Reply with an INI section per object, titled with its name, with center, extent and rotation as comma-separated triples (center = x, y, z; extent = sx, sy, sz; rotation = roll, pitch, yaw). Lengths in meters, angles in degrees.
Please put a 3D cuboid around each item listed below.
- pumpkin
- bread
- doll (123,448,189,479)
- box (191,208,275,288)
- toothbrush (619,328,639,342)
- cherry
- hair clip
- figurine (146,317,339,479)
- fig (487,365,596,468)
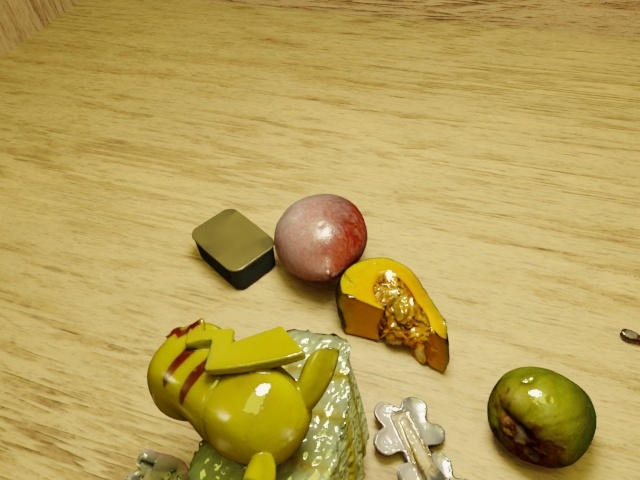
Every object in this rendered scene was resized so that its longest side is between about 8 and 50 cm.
[pumpkin]
center = 0.144, 0.168, 1.150
extent = 0.189, 0.139, 0.281
rotation = -13, 45, -12
[bread]
center = -0.047, 0.384, 0.903
extent = 0.239, 0.264, 0.395
rotation = 3, 46, 25
[doll]
center = -0.311, 0.481, 0.936
extent = 0.149, 0.095, 0.192
rotation = 10, 51, 22
[box]
center = -0.221, 0.022, 1.348
extent = 0.144, 0.090, 0.201
rotation = -38, 55, -26
[toothbrush]
center = 0.811, 0.266, 1.068
extent = 0.363, 0.041, 0.041
rotation = 23, 53, 24
[cherry]
center = -0.001, -0.009, 1.259
extent = 0.239, 0.239, 0.206
rotation = -11, 92, 0
[hair clip]
center = 0.186, 0.411, 0.975
extent = 0.146, 0.075, 0.257
rotation = -16, 42, -13
[figurine]
center = -0.121, 0.221, 0.782
extent = 0.326, 0.169, 0.218
rotation = 21, 60, 33
[fig]
center = 0.414, 0.321, 0.961
extent = 0.190, 0.181, 0.181
rotation = 0, 43, -26
